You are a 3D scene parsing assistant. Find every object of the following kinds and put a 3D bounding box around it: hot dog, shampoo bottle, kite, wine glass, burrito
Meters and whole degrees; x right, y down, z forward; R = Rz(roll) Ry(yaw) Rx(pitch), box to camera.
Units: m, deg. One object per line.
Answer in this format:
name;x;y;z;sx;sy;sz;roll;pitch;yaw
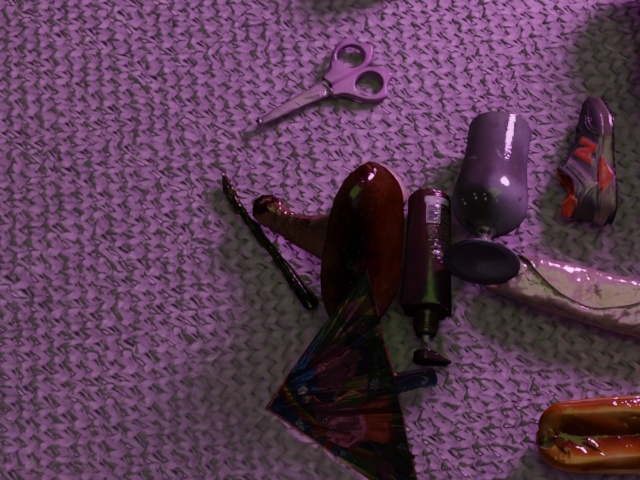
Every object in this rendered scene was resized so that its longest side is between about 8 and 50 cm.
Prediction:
hot dog;0.396;0.245;1.485;0.250;0.068;0.100;-2;80;0
shampoo bottle;0.143;0.050;1.562;0.068;0.067;0.236;1;67;10
kite;0.036;0.201;1.474;0.234;0.016;0.321;-12;93;18
wine glass;0.229;-0.062;1.574;0.103;0.103;0.231;13;56;4
burrito;0.356;0.073;1.561;0.275;0.059;0.082;16;72;6

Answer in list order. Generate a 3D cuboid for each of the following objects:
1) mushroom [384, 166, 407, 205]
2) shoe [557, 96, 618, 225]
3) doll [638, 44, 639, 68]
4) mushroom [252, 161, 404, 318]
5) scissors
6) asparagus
mushroom;0.076;-0.062;1.604;0.084;0.067;0.083;1;60;-1
shoe;0.367;-0.113;1.635;0.077;0.074;0.194;0;69;4
doll;0.555;-0.313;1.655;0.215;0.226;0.370;13;75;-29
mushroom;0.000;0.000;1.555;0.218;0.148;0.226;11;97;33
scissors;0.000;-0.213;1.690;0.212;0.021;0.110;-30;74;-13
asparagus;-0.074;0.001;1.598;0.023;0.022;0.233;-36;73;0
